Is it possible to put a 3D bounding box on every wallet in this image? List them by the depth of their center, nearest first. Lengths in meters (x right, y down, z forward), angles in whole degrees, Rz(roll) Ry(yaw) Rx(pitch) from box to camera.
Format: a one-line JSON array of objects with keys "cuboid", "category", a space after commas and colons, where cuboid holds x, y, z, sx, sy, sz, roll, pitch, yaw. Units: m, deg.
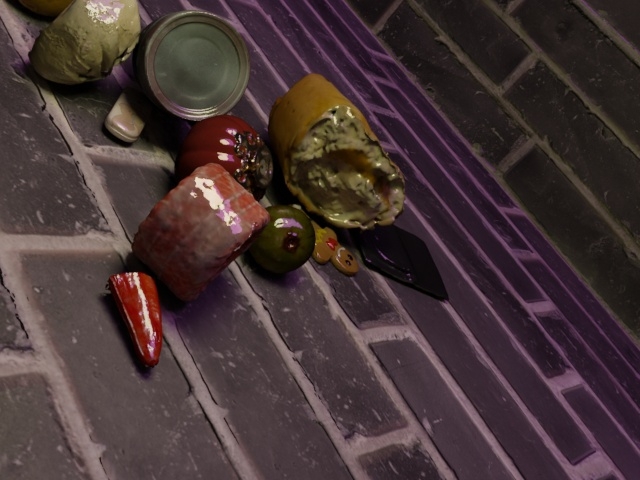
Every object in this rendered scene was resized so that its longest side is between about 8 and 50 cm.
[{"cuboid": [0.213, 0.029, 2.084, 0.323, 0.041, 0.247, 26, 32, -34], "category": "wallet"}]

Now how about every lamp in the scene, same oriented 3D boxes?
[{"cuboid": [-0.211, -0.153, 1.599, 0.227, 0.227, 0.226, 32, 28, -20], "category": "lamp"}]

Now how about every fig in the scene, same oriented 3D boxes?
[{"cuboid": [-0.106, -0.018, 1.665, 0.151, 0.151, 0.259, 30, 2, -24], "category": "fig"}]

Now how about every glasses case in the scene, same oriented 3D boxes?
[{"cuboid": [-0.419, -0.278, 1.655, 0.081, 0.051, 0.204, 31, 28, -20], "category": "glasses case"}]

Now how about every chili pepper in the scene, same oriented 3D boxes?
[{"cuboid": [-0.289, 0.133, 1.215, 0.088, 0.065, 0.168, 12, 43, -44], "category": "chili pepper"}]

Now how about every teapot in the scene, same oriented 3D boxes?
[{"cuboid": [-0.300, -0.371, 1.734, 0.312, 0.233, 0.314, 34, -27, 61], "category": "teapot"}]

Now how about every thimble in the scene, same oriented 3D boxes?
[{"cuboid": [-0.216, -0.018, 1.353, 0.162, 0.239, 0.239, 44, 26, -1], "category": "thimble"}]

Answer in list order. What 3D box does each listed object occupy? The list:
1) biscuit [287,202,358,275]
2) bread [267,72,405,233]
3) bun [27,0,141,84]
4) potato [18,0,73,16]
[{"cuboid": [0.001, -0.001, 1.841, 0.240, 0.035, 0.158, 37, 29, -10], "category": "biscuit"}, {"cuboid": [0.015, -0.221, 1.942, 0.361, 0.250, 0.394, 50, 5, -34], "category": "bread"}, {"cuboid": [-0.475, -0.424, 1.585, 0.152, 0.259, 0.259, 47, 25, -14], "category": "bun"}, {"cuboid": [-0.628, -0.590, 1.727, 0.203, 0.178, 0.158, 58, 33, -33], "category": "potato"}]
